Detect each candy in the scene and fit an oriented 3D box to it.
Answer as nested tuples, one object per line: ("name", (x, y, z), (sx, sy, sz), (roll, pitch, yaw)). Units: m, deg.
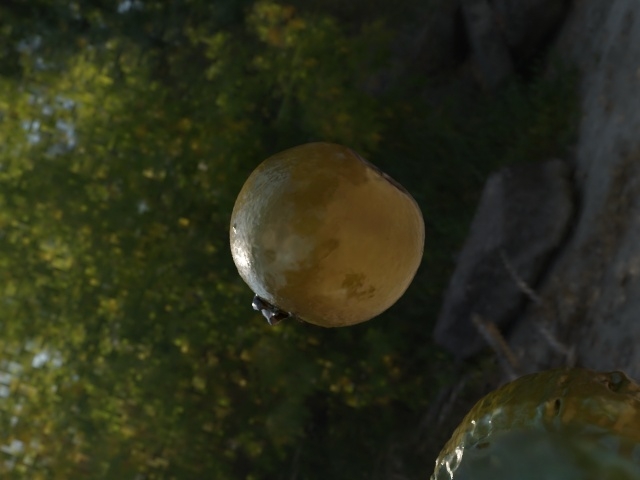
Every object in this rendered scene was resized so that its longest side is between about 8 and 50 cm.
("candy", (0.203, 0.225, 1.033), (0.118, 0.260, 0.260), (-41, -26, -63))

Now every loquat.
("loquat", (0.000, 0.000, 1.879), (0.275, 0.274, 0.275), (-161, 90, -88))
